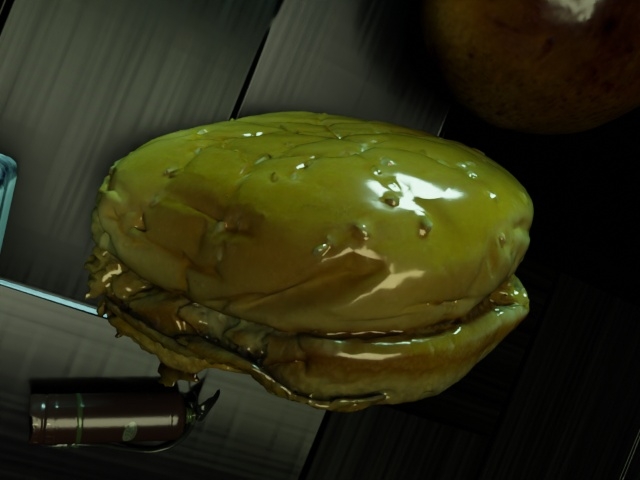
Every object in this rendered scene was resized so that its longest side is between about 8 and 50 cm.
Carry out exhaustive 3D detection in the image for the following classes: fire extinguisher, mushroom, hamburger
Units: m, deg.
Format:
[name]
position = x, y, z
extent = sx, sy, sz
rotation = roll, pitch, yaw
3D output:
[fire extinguisher]
position = -0.172, 0.161, 0.617
extent = 0.157, 0.045, 0.078
rotation = 3, 125, -21
[mushroom]
position = 0.223, -0.276, 0.627
extent = 0.346, 0.259, 0.345
rotation = -18, 131, -22
[hamburger]
position = 0.000, 0.000, 0.508
extent = 0.319, 0.318, 0.158
rotation = -7, 112, -19

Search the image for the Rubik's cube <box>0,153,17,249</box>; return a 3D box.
[Rubik's cube]
position = -0.368, 0.065, 0.395
extent = 0.305, 0.301, 0.303
rotation = 14, 94, -22
